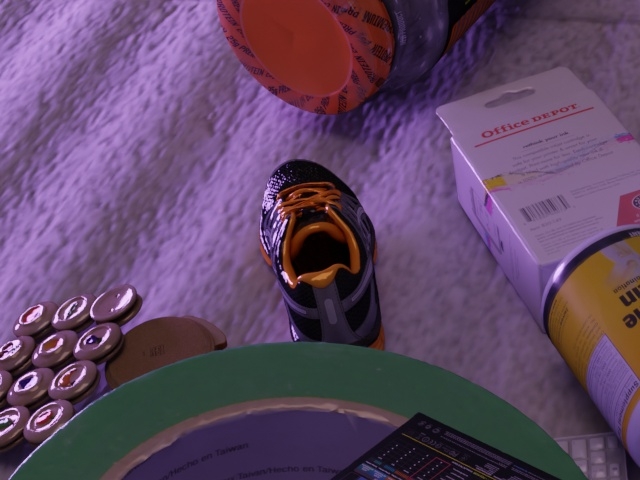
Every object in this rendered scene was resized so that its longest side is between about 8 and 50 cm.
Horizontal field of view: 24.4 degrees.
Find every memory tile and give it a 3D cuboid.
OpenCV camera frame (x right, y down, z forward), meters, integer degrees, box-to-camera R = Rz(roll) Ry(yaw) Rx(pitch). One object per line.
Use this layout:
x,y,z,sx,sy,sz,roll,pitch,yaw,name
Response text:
-0.190,0.087,1.014,0.113,0.012,0.148,-8,37,29,memory tile

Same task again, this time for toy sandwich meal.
-0.106,0.083,1.009,0.086,0.029,0.085,-9,41,8,toy sandwich meal

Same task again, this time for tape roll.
-0.012,0.191,0.714,0.321,0.077,0.321,0,45,0,tape roll

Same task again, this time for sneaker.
0.000,0.000,1.038,0.084,0.083,0.215,-16,38,-2,sneaker

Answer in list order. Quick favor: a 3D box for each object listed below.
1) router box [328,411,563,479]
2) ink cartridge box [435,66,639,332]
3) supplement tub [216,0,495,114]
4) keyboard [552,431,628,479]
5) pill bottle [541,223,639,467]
0.055,0.133,0.662,0.092,0.038,0.122,-32,32,-28,router box
0.168,-0.036,1.049,0.115,0.067,0.198,-18,42,-7,ink cartridge box
0.065,-0.253,1.232,0.194,0.193,0.316,17,47,31,supplement tub
0.138,0.205,0.813,0.072,0.014,0.256,-4,40,10,keyboard
0.212,0.079,0.873,0.103,0.103,0.184,-19,40,-9,pill bottle
